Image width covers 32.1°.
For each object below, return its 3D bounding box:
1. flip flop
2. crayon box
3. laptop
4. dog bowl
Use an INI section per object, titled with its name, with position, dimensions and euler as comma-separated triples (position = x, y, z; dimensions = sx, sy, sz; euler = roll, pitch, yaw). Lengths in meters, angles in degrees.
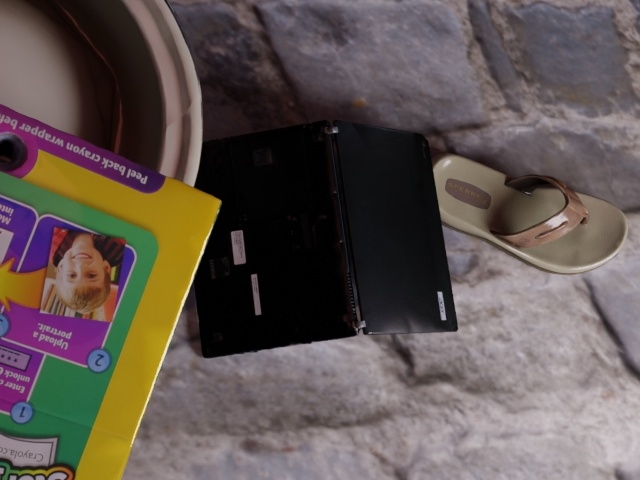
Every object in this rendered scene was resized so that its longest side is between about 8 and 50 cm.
[flip flop]
position = 0.248, -0.039, 1.319
dimensions = 0.277, 0.080, 0.112
euler = 20, 68, -17
[crayon box]
position = -0.302, 0.046, 0.880
dimensions = 0.363, 0.106, 0.313
euler = 23, 81, -23
[laptop]
position = 0.000, 0.000, 1.219
dimensions = 0.264, 0.136, 0.234
euler = -10, 79, 8
[dog bowl]
position = -0.322, -0.109, 1.011
dimensions = 0.408, 0.150, 0.408
euler = 0, 90, -26
